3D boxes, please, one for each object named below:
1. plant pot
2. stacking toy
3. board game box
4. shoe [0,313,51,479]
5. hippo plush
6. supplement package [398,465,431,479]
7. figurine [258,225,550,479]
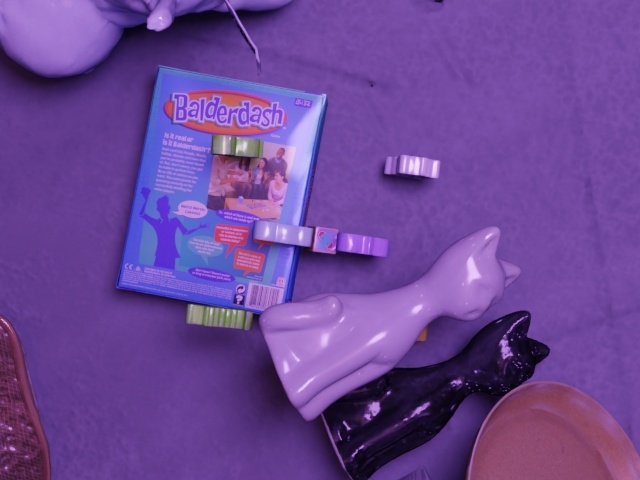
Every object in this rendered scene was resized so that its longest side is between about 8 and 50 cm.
[{"bbox_3d":[0.204,0.238,0.811,0.236,0.032,0.236,15,63,-31],"label":"plant pot"},{"bbox_3d":[0.000,0.000,0.841,0.221,0.052,0.166,6,90,-21],"label":"stacking toy"},{"bbox_3d":[-0.089,-0.044,0.888,0.160,0.047,0.210,11,89,3],"label":"board game box"},{"bbox_3d":[-0.296,0.172,0.892,0.077,0.058,0.219,-6,92,-17],"label":"shoe"},{"bbox_3d":[-0.165,-0.231,0.849,0.237,0.234,0.294,-25,70,32],"label":"hippo plush"},{"bbox_3d":[0.091,0.352,0.787,0.145,0.204,0.261,-29,87,4],"label":"supplement package"},{"bbox_3d":[0.081,0.090,0.796,0.209,0.215,0.092,-26,49,3],"label":"figurine"}]
